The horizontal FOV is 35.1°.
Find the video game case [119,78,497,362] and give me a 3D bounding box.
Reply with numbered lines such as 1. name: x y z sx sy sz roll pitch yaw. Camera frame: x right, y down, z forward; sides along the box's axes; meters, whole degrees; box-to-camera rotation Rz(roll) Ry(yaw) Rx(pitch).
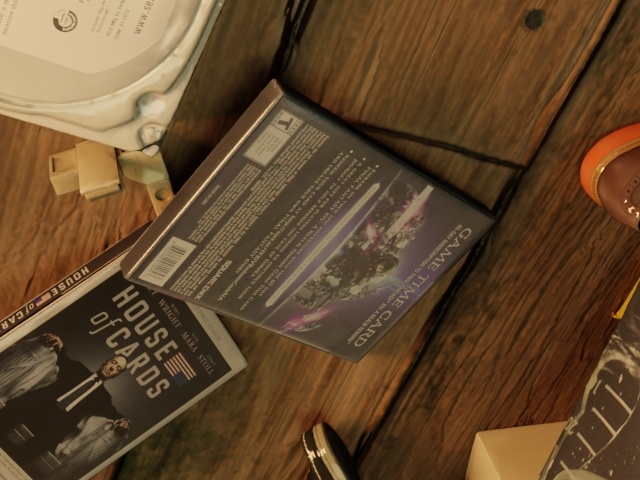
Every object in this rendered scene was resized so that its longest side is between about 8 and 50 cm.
1. video game case: 0.000 0.000 0.843 0.274 0.026 0.196 25 115 -42

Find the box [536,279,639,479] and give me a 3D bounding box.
1. box: 0.400 0.318 0.823 0.297 0.480 0.472 21 99 -18

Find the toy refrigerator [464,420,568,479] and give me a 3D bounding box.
1. toy refrigerator: 0.304 0.262 1.106 0.269 0.102 0.094 -4 126 -15

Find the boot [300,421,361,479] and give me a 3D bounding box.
1. boot: -0.035 0.301 1.044 0.178 0.085 0.236 -18 127 0

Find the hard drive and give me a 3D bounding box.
1. hard drive: -0.220 -0.203 0.633 0.339 0.064 0.237 17 118 -26

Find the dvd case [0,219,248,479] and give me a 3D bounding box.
1. dvd case: -0.197 0.114 0.856 0.238 0.029 0.179 -35 129 -8

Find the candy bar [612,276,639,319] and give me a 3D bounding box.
1. candy bar: 0.338 0.021 0.993 0.040 0.018 0.161 10 122 -19

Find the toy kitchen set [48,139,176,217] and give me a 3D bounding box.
1. toy kitchen set: -0.154 -0.032 0.773 0.083 0.068 0.075 -17 128 -4

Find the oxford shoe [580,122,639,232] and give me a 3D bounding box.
1. oxford shoe: 0.372 -0.075 0.881 0.271 0.098 0.097 -24 128 1
